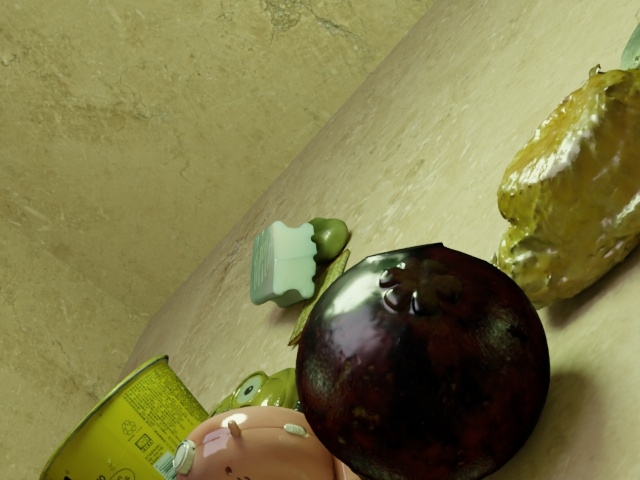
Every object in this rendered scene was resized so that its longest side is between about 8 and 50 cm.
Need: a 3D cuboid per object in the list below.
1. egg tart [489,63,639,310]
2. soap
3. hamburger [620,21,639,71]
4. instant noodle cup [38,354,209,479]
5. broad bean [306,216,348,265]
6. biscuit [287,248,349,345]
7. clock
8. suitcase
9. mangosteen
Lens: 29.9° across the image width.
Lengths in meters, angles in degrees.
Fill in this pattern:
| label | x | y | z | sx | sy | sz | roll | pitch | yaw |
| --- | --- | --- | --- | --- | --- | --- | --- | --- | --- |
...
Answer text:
| label | x | y | z | sx | sy | sz | roll | pitch | yaw |
| --- | --- | --- | --- | --- | --- | --- | --- | --- | --- |
| egg tart | 0.343 | -0.101 | 1.503 | 0.351 | 0.153 | 0.339 | -43 | 13 | 40 |
| soap | -0.087 | 0.055 | 2.674 | 0.289 | 0.095 | 0.173 | 151 | 124 | -75 |
| hamburger | 0.488 | -0.290 | 1.699 | 0.140 | 0.062 | 0.133 | -61 | 9 | -23 |
| instant noodle cup | -0.302 | 0.403 | 2.151 | 0.325 | 0.254 | 0.325 | -47 | -7 | -8 |
| broad bean | 0.000 | 0.000 | 2.731 | 0.124 | 0.082 | 0.174 | -57 | 11 | -3 |
| biscuit | -0.002 | 0.121 | 2.548 | 0.139 | 0.016 | 0.231 | -45 | 14 | 34 |
| clock | -0.091 | 0.335 | 1.669 | 0.227 | 0.241 | 0.142 | -49 | 33 | 36 |
| suitcase | -0.104 | 0.324 | 1.960 | 0.234 | 0.143 | 0.194 | -31 | 23 | 31 |
| mangosteen | 0.113 | 0.151 | 1.366 | 0.311 | 0.311 | 0.311 | -50 | 12 | 15 |
